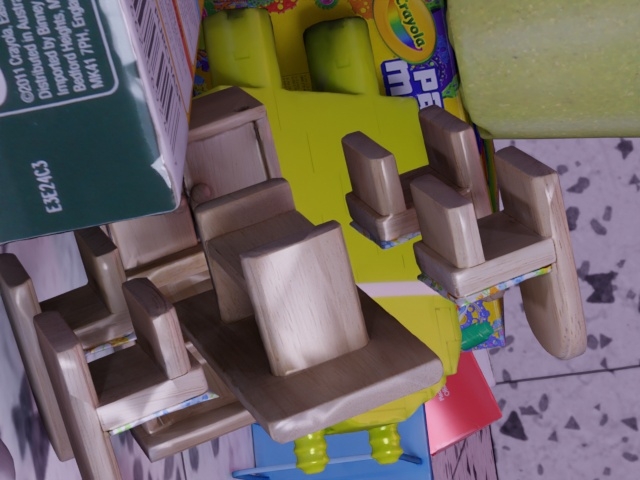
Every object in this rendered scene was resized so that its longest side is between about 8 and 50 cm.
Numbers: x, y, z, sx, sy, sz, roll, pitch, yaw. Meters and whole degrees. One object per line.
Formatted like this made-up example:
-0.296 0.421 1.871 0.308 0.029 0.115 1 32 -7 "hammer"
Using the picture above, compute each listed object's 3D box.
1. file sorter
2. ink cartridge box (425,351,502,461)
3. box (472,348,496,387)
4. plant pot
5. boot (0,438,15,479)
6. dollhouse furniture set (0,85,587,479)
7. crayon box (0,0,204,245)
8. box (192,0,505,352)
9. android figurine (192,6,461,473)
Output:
0.004 0.147 1.191 0.104 0.118 0.170 33 50 -73 "file sorter"
0.073 0.097 1.480 0.134 0.078 0.231 63 -6 -1 "ink cartridge box"
0.076 -0.040 1.725 0.232 0.058 0.322 71 -1 -49 "box"
0.210 -0.168 1.169 0.276 0.254 0.276 -8 90 -80 "plant pot"
-0.126 0.143 0.533 0.258 0.095 0.123 -96 169 -74 "boot"
-0.024 0.046 0.833 0.242 0.212 0.161 -140 -147 -62 "dollhouse furniture set"
-0.112 -0.165 0.791 0.323 0.083 0.203 -89 167 -61 "crayon box"
0.024 -0.105 1.335 0.279 0.177 0.290 -84 163 -60 "box"
0.000 0.000 1.093 0.248 0.056 0.273 -3 80 -45 "android figurine"
